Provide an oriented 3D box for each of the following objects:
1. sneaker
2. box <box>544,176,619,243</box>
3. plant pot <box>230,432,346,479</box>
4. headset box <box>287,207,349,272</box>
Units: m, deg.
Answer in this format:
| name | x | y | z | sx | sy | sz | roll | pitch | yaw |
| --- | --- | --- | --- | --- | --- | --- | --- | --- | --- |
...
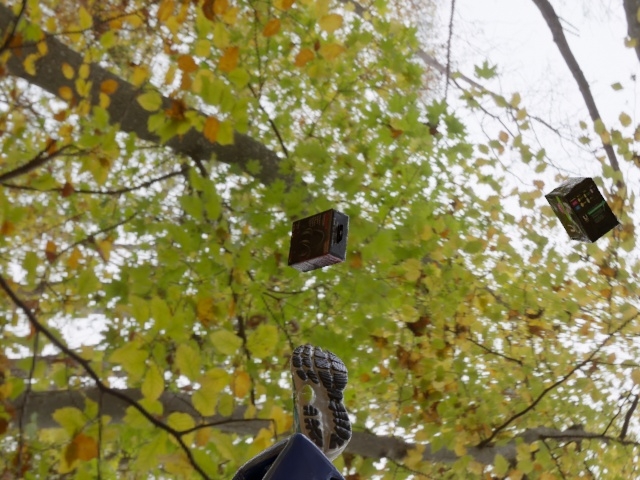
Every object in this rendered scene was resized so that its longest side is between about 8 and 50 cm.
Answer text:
| name | x | y | z | sx | sy | sz | roll | pitch | yaw |
| --- | --- | --- | --- | --- | --- | --- | --- | --- | --- |
| sneaker | -0.016 | 0.283 | 1.117 | 0.107 | 0.275 | 0.110 | 18 | -61 | -10 |
| box | 0.379 | -0.045 | 0.941 | 0.052 | 0.062 | 0.083 | -36 | -82 | -4 |
| plant pot | -0.046 | 0.401 | 0.764 | 0.212 | 0.236 | 0.236 | 40 | -37 | 0 |
| headset box | 0.000 | 0.000 | 0.804 | 0.083 | 0.032 | 0.062 | -17 | -121 | 45 |
